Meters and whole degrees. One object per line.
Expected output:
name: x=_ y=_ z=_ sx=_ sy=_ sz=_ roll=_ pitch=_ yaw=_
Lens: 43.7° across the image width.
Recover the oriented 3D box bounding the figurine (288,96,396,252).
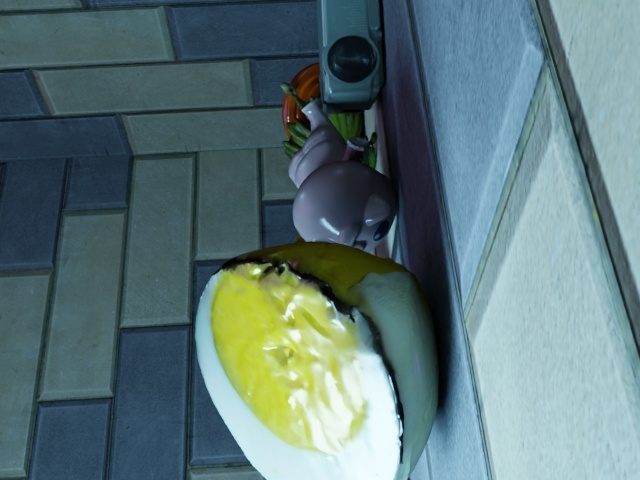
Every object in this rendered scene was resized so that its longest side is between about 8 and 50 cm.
figurine: x=0.033 y=-0.083 z=1.229 sx=0.186 sy=0.176 sz=0.287 roll=31 pitch=-161 yaw=-39

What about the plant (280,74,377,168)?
plant: x=0.019 y=-0.164 z=1.588 sx=0.333 sy=0.180 sz=0.251 roll=-101 pitch=-3 yaw=-55

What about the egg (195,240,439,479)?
egg: x=0.024 y=0.138 z=0.931 sx=0.337 sy=0.201 sz=0.337 roll=22 pitch=121 yaw=42

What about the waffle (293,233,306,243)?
waffle: x=0.000 y=0.000 z=1.723 sx=0.293 sy=0.069 sz=0.260 roll=-48 pitch=11 yaw=18

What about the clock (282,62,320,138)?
clock: x=0.002 y=-0.289 z=1.761 sx=0.051 sy=0.205 sz=0.205 roll=18 pitch=118 yaw=45

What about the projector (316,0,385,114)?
projector: x=0.046 y=-0.346 z=1.294 sx=0.192 sy=0.099 sz=0.257 roll=108 pitch=159 yaw=-89
